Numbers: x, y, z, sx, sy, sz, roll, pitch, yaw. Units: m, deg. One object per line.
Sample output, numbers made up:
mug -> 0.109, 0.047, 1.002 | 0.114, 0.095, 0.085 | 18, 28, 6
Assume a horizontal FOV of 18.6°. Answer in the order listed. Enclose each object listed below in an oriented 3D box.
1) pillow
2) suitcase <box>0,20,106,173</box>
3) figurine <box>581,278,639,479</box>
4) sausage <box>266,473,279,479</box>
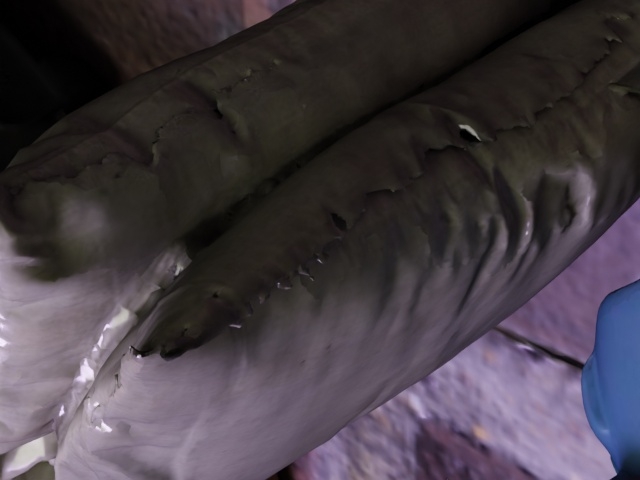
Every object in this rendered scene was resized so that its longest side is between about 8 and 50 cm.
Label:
pillow -> 0.000, 0.000, 0.423 | 0.078, 0.181, 0.134 | 49, 146, 13
suitcase -> -0.207, 0.050, 0.708 | 0.283, 0.194, 0.434 | 47, 147, 11
figurine -> 0.129, 0.003, 0.354 | 0.178, 0.114, 0.144 | -9, 94, 41
sausage -> -0.021, 0.117, 0.688 | 0.026, 0.026, 0.116 | 23, 134, 38
